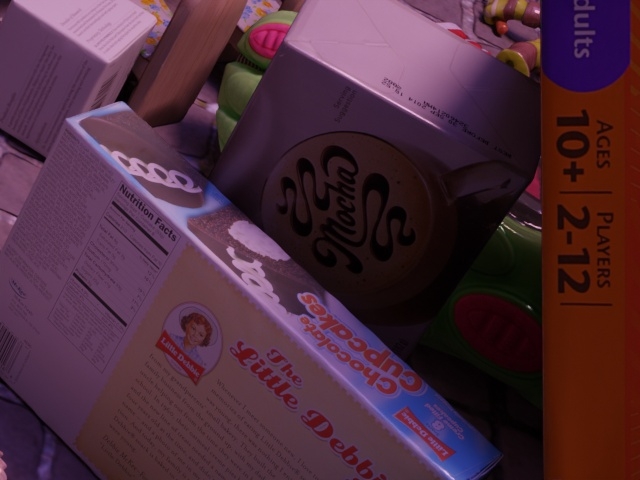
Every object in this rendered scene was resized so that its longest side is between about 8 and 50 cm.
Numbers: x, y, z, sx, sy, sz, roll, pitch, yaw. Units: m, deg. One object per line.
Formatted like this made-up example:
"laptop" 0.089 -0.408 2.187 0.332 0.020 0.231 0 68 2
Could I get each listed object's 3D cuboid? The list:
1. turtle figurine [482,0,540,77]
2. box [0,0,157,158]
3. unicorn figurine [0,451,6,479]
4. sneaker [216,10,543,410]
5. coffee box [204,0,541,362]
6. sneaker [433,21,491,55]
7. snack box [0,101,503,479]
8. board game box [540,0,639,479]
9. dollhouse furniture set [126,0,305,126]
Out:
"turtle figurine" 0.269 -0.187 1.863 0.269 0.087 0.217 28 33 12
"box" -0.193 -0.133 1.409 0.087 0.101 0.102 32 31 1
"unicorn figurine" -0.261 0.101 1.087 0.162 0.060 0.111 30 28 -35
"sneaker" 0.121 0.001 1.466 0.482 0.185 0.202 37 12 6
"coffee box" 0.000 0.000 1.207 0.168 0.297 0.119 30 35 -4
"sneaker" 0.117 -0.173 1.778 0.067 0.042 0.118 42 31 22
"snack box" -0.064 0.090 1.135 0.322 0.187 0.060 43 34 16
"board game box" 0.321 -0.005 1.135 0.356 0.356 0.356 1 9 10
"dollhouse furniture set" -0.093 -0.327 1.611 0.394 0.256 0.362 -14 54 -49
